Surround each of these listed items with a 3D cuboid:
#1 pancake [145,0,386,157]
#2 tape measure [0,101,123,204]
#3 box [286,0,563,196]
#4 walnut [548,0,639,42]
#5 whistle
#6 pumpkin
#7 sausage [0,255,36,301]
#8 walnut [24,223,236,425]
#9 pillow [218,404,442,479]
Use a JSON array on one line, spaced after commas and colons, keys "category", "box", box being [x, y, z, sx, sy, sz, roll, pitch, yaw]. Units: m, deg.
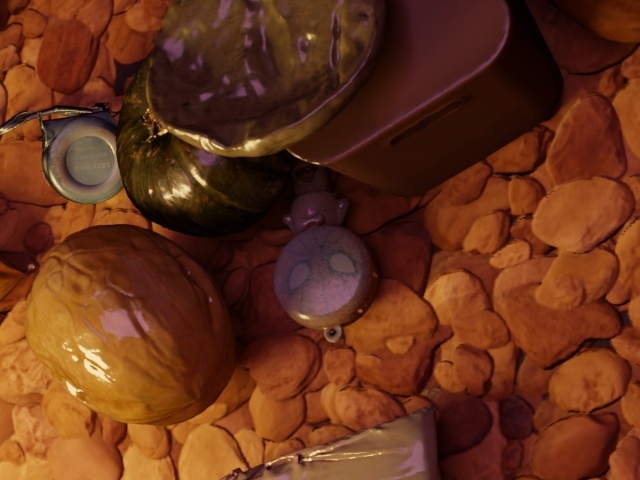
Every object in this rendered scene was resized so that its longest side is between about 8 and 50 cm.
[{"category": "pancake", "box": [-0.050, -0.182, 1.468, 0.242, 0.050, 0.242, -8, 69, 23]}, {"category": "tape measure", "box": [-0.279, -0.097, 1.808, 0.180, 0.104, 0.107, 9, 108, 57]}, {"category": "box", "box": [0.056, -0.233, 1.578, 0.239, 0.229, 0.339, -31, 69, 15]}, {"category": "walnut", "box": [0.263, -0.309, 1.521, 0.209, 0.209, 0.336, -36, 69, 13]}, {"category": "whistle", "box": [0.000, 0.000, 1.655, 0.107, 0.057, 0.220, -16, 69, 15]}, {"category": "pumpkin", "box": [-0.111, -0.109, 1.665, 0.223, 0.157, 0.224, -13, 71, 42]}, {"category": "sausage", "box": [-0.471, 0.047, 1.827, 0.328, 0.112, 0.112, -2, 79, 21]}, {"category": "walnut", "box": [-0.187, 0.087, 1.638, 0.221, 0.195, 0.195, 41, 97, 27]}, {"category": "pillow", "box": [0.012, 0.279, 1.585, 0.270, 0.067, 0.173, -20, 77, 20]}]
